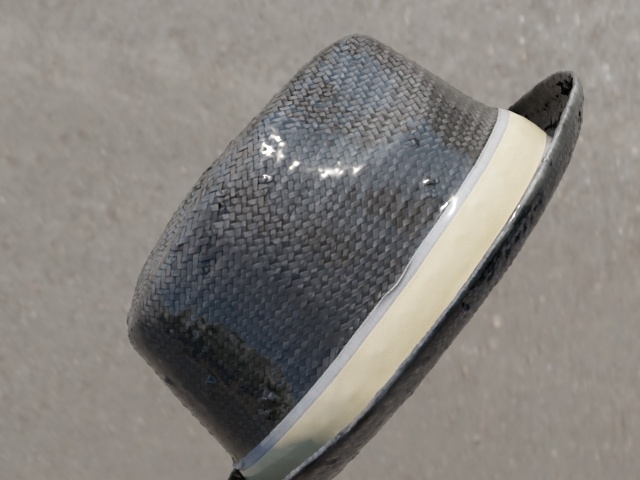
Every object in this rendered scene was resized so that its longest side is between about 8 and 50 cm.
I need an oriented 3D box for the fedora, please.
[{"bbox_3d":[0.000,0.000,0.980,0.152,0.334,0.334,38,71,-6],"label":"fedora"}]
